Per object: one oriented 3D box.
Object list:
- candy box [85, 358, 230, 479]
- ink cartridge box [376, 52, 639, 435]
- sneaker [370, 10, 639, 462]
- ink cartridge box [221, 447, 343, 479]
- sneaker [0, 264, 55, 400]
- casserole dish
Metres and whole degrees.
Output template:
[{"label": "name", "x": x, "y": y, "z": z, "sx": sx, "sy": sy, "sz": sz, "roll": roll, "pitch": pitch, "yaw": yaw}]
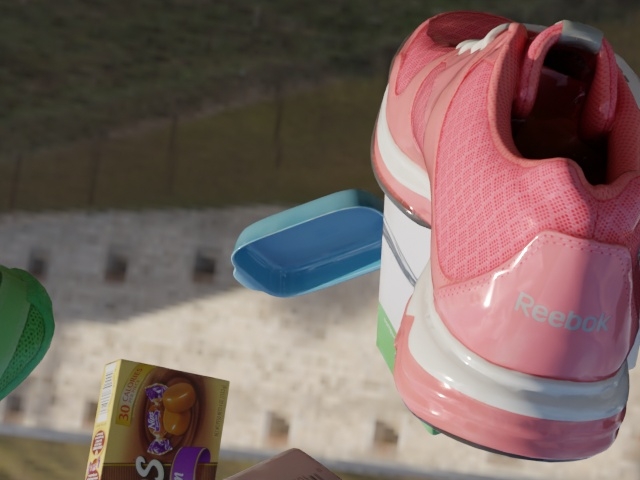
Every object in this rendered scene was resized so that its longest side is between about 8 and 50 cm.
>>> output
[{"label": "candy box", "x": -0.151, "y": 0.208, "z": 1.582, "sx": 0.109, "sy": 0.187, "sz": 0.053, "roll": 14, "pitch": 163, "yaw": -21}, {"label": "ink cartridge box", "x": 0.126, "y": 0.005, "z": 1.116, "sx": 0.160, "sy": 0.092, "sz": 0.219, "roll": -17, "pitch": 141, "yaw": -14}, {"label": "sneaker", "x": 0.096, "y": -0.044, "z": 0.764, "sx": 0.116, "sy": 0.136, "sz": 0.314, "roll": 11, "pitch": -149, "yaw": -8}, {"label": "ink cartridge box", "x": -0.077, "y": 0.275, "z": 0.754, "sx": 0.175, "sy": 0.371, "sz": 0.069, "roll": -20, "pitch": -138, "yaw": -40}, {"label": "sneaker", "x": -0.134, "y": 0.134, "z": 0.473, "sx": 0.123, "sy": 0.295, "sz": 0.109, "roll": 8, "pitch": -163, "yaw": -26}, {"label": "casserole dish", "x": 0.000, "y": 0.000, "z": 1.738, "sx": 0.188, "sy": 0.037, "sz": 0.114, "roll": -20, "pitch": 142, "yaw": 23}]
